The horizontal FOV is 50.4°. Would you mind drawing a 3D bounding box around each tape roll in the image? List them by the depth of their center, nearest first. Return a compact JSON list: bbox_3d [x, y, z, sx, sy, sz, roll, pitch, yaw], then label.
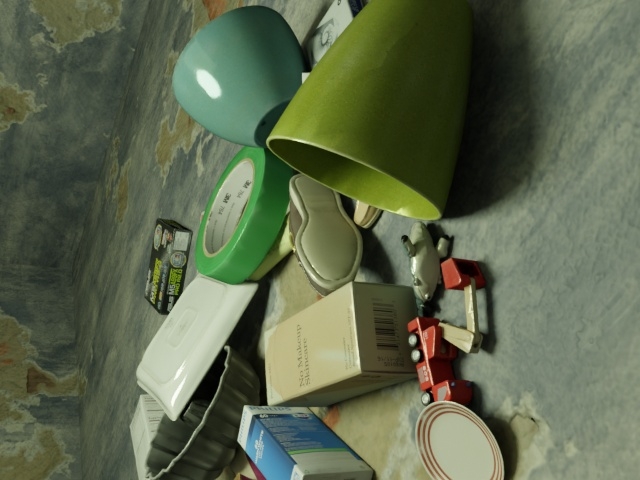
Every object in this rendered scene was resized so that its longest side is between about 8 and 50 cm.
[{"bbox_3d":[-0.177,-0.062,1.532,0.321,0.077,0.321,-43,34,40],"label":"tape roll"}]

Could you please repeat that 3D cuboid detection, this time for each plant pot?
[{"bbox_3d":[0.105,-0.217,0.991,0.274,0.274,0.294,14,79,61],"label":"plant pot"},{"bbox_3d":[-0.134,-0.309,1.422,0.195,0.290,0.290,52,132,23],"label":"plant pot"}]

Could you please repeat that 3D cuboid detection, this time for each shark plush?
[{"bbox_3d":[0.161,0.051,1.027,0.067,0.073,0.161,-178,76,-82],"label":"shark plush"}]

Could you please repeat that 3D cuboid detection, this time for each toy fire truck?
[{"bbox_3d":[0.183,0.135,0.942,0.135,0.047,0.192,-43,49,47],"label":"toy fire truck"}]

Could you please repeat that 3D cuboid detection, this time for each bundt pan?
[{"bbox_3d":[-0.243,0.392,1.487,0.331,0.124,0.331,-50,17,21],"label":"bundt pan"}]

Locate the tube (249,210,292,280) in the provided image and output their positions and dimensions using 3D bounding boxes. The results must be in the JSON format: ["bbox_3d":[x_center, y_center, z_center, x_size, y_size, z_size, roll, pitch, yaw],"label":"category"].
[{"bbox_3d":[-0.093,0.010,1.467,0.070,0.062,0.240,48,134,1],"label":"tube"}]

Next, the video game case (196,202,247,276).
[{"bbox_3d":[-0.265,0.004,1.804,0.285,0.025,0.204,-13,72,60],"label":"video game case"}]

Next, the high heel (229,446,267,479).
[{"bbox_3d":[-0.128,0.478,1.432,0.082,0.117,0.244,-53,17,10],"label":"high heel"}]

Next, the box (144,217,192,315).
[{"bbox_3d":[-0.484,0.080,2.144,0.216,0.060,0.270,22,103,60],"label":"box"}]

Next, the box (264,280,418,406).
[{"bbox_3d":[0.027,0.184,1.134,0.311,0.121,0.148,-37,52,52],"label":"box"}]

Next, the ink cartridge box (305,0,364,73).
[{"bbox_3d":[0.027,-0.338,1.337,0.224,0.045,0.223,-50,42,45],"label":"ink cartridge box"}]

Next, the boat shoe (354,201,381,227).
[{"bbox_3d":[0.083,-0.103,1.165,0.063,0.059,0.170,45,123,55],"label":"boat shoe"}]

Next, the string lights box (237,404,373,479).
[{"bbox_3d":[-0.035,0.373,1.187,0.259,0.133,0.077,24,105,61],"label":"string lights box"}]

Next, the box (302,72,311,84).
[{"bbox_3d":[0.037,-0.236,1.235,0.186,0.038,0.145,11,106,48],"label":"box"}]

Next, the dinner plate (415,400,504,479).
[{"bbox_3d":[0.185,0.279,0.900,0.141,0.017,0.141,17,114,43],"label":"dinner plate"}]

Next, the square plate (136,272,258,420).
[{"bbox_3d":[-0.314,0.221,1.618,0.347,0.049,0.344,-59,27,-12],"label":"square plate"}]

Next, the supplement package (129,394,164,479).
[{"bbox_3d":[-0.421,0.552,1.840,0.139,0.133,0.244,-65,33,28],"label":"supplement package"}]

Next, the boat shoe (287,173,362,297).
[{"bbox_3d":[0.000,0.000,1.220,0.324,0.116,0.097,-108,19,-51],"label":"boat shoe"}]
